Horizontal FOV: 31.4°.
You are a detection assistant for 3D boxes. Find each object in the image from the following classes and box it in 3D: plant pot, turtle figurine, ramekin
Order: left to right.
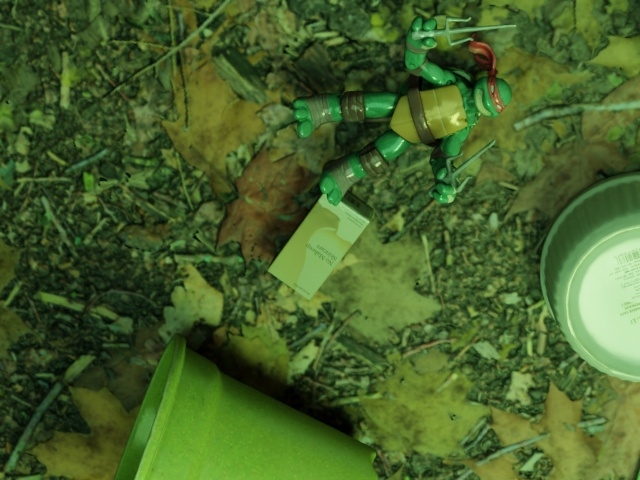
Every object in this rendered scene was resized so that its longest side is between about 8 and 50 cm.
[{"bbox_3d":[-0.084,0.269,1.228,0.254,0.276,0.276,20,112,-10],"label":"plant pot"},{"bbox_3d":[0.100,-0.120,1.114,0.234,0.118,0.175,-16,90,22],"label":"turtle figurine"},{"bbox_3d":[0.323,0.044,1.134,0.207,0.109,0.207,4,110,10],"label":"ramekin"}]

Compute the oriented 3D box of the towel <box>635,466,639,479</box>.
[{"bbox_3d":[0.459,0.312,1.242,0.248,0.038,0.324,17,111,5],"label":"towel"}]

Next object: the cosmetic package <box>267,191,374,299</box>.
[{"bbox_3d":[0.000,0.000,1.214,0.060,0.041,0.115,34,111,-3],"label":"cosmetic package"}]
